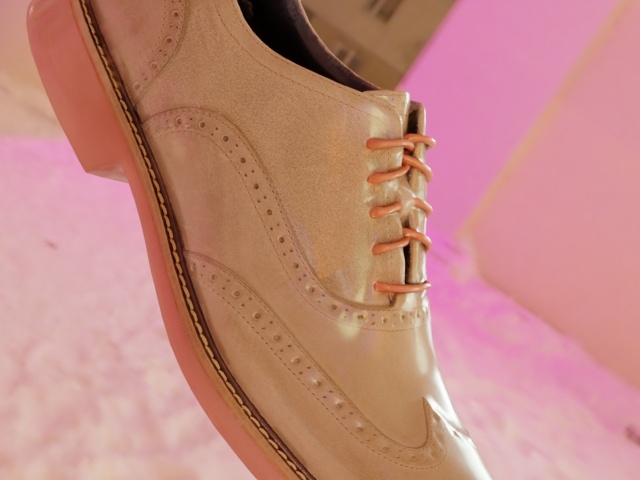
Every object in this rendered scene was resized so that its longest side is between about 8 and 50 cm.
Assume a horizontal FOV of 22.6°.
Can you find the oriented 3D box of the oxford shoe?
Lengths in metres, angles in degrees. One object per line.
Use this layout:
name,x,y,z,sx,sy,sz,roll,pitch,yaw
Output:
oxford shoe,0.000,0.000,0.787,0.397,0.146,0.140,58,19,11
